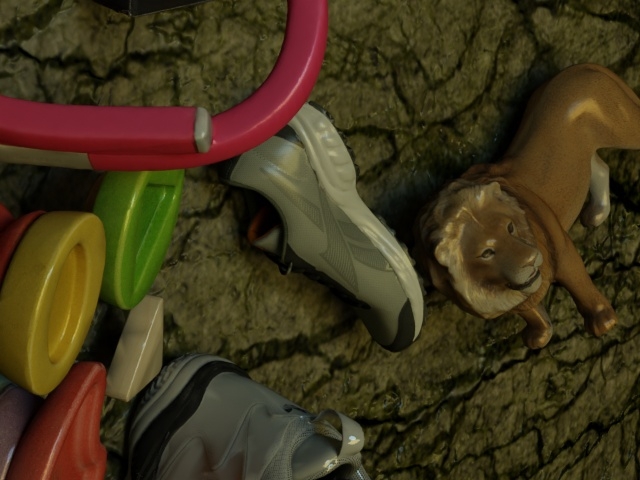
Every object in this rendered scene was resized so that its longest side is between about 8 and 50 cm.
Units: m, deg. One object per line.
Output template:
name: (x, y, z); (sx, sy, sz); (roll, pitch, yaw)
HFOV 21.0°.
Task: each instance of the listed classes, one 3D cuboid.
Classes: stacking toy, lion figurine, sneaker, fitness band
stacking toy: (-0.209, 0.059, 1.224); (0.279, 0.130, 0.309); (-62, 165, -54)
lion figurine: (0.220, -0.057, 1.650); (0.240, 0.142, 0.392); (52, 46, -30)
sneaker: (-0.068, 0.282, 1.351); (0.137, 0.210, 0.365); (10, 91, -47)
sneaker: (0.000, 0.000, 1.465); (0.108, 0.100, 0.271); (-43, 124, -15)
fitness band: (-0.140, -0.151, 1.156); (0.054, 0.291, 0.209); (81, 13, -68)

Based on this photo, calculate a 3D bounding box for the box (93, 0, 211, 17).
box: (-0.048, -0.337, 1.308); (0.296, 0.073, 0.293); (-19, 124, -43)

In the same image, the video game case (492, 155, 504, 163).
video game case: (0.184, -0.039, 1.699); (0.122, 0.011, 0.087); (-33, 120, -37)
